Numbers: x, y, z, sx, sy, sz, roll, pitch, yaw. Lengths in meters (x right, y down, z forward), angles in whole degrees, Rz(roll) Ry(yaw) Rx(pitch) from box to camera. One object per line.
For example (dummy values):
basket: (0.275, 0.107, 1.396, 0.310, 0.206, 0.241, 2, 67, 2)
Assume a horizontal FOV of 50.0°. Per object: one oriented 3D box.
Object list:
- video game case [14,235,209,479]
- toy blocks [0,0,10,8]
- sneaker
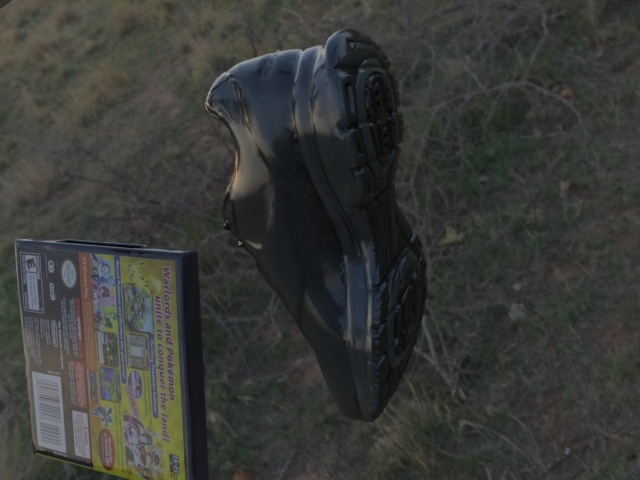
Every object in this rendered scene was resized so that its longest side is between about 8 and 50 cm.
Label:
video game case: (-0.244, 0.138, 0.794, 0.248, 0.275, 0.035, 4, 10, 26)
toy blocks: (-0.452, -0.181, 0.529, 0.309, 0.260, 0.289, -20, 27, 53)
sneaker: (0.000, 0.000, 0.491, 0.130, 0.286, 0.109, 1, 23, 27)
